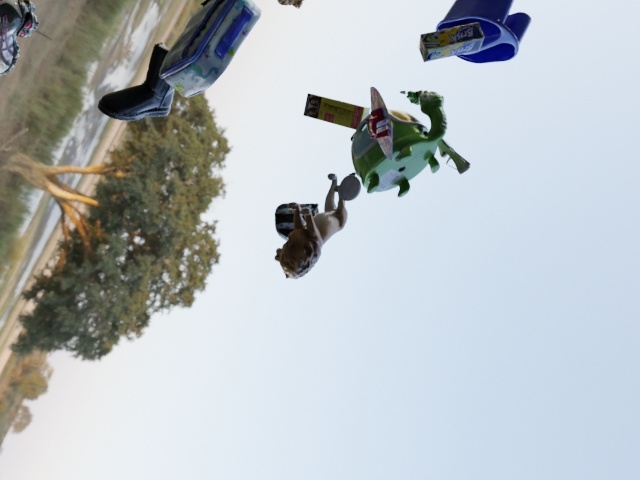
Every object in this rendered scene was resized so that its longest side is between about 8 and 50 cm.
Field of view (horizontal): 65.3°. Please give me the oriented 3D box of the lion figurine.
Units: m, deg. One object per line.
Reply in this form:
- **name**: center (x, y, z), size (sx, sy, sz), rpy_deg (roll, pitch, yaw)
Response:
- **lion figurine**: center (0.004, -0.051, 1.669), size (0.392, 0.240, 0.142), rpy_deg (-35, -142, -31)

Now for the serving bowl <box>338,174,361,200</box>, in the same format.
- **serving bowl**: center (0.097, -0.161, 1.551), size (0.083, 0.027, 0.083), rpy_deg (-10, -104, 44)

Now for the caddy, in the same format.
- **caddy**: center (0.569, -0.742, 1.782), size (0.179, 0.241, 0.341), rpy_deg (-59, -150, -2)

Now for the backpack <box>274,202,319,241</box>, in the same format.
- **backpack**: center (-0.091, -0.056, 1.825), size (0.117, 0.173, 0.158), rpy_deg (132, -46, -58)

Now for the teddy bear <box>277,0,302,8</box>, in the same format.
- **teddy bear**: center (-0.103, -0.878, 1.513), size (0.113, 0.245, 0.338), rpy_deg (-12, -123, 11)

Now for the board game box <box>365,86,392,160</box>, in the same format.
- **board game box**: center (0.122, -0.258, 1.120), size (0.168, 0.033, 0.133), rpy_deg (78, -7, -58)

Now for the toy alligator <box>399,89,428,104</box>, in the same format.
- **toy alligator**: center (0.357, -0.538, 1.890), size (0.056, 0.190, 0.051), rpy_deg (0, -78, 43)

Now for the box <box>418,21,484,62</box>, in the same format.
- **box**: center (0.366, -0.556, 1.404), size (0.054, 0.169, 0.059), rpy_deg (80, -3, -69)

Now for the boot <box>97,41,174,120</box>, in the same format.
- **boot**: center (-0.483, -0.444, 1.380), size (0.246, 0.094, 0.207), rpy_deg (-27, 154, -56)

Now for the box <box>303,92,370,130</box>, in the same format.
- **box**: center (0.056, -0.454, 1.767), size (0.058, 0.232, 0.087), rpy_deg (-20, 128, -59)

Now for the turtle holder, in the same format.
- **turtle holder**: center (0.227, -0.301, 1.528), size (0.227, 0.243, 0.320), rpy_deg (66, -30, 24)

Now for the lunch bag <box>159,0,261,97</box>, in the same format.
- **lunch bag**: center (-0.223, -0.404, 1.014), size (0.176, 0.090, 0.219), rpy_deg (4, -118, 49)

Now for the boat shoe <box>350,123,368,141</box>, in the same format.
- **boat shoe**: center (0.233, -0.508, 2.334), size (0.324, 0.097, 0.116), rpy_deg (159, -51, -74)

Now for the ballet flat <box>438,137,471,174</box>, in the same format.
- **ballet flat**: center (0.409, -0.272, 1.590), size (0.052, 0.057, 0.168), rpy_deg (-48, -129, 20)

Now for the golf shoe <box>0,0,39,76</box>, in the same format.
- **golf shoe**: center (-0.884, -0.565, 1.370), size (0.273, 0.120, 0.105), rpy_deg (-36, -108, 33)
